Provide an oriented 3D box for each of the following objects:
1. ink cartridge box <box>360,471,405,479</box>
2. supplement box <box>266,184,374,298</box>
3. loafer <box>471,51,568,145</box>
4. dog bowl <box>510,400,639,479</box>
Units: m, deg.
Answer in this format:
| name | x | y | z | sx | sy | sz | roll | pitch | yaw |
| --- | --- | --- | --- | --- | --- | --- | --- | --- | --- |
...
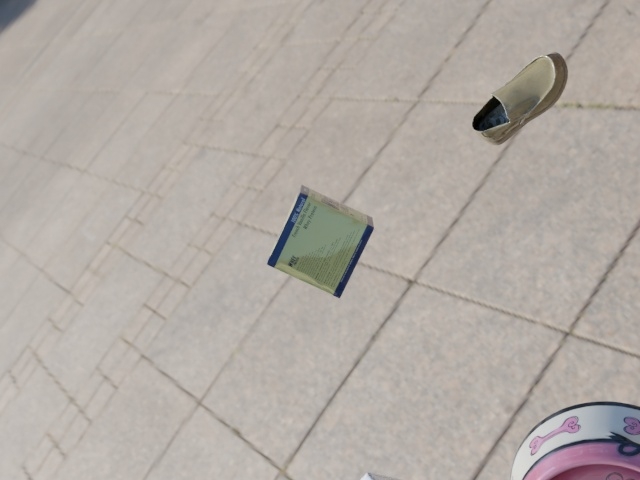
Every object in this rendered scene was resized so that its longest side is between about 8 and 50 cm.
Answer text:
| name | x | y | z | sx | sy | sz | roll | pitch | yaw |
| --- | --- | --- | --- | --- | --- | --- | --- | --- | --- |
| ink cartridge box | 0.152 | 0.331 | 0.995 | 0.056 | 0.181 | 0.224 | -58 | 43 | 9 |
| supplement box | 0.000 | 0.000 | 1.006 | 0.056 | 0.083 | 0.083 | -85 | 20 | -78 |
| loafer | 0.241 | -0.169 | 1.194 | 0.148 | 0.050 | 0.056 | -50 | 58 | 35 |
| dog bowl | 0.563 | 0.526 | 1.900 | 0.408 | 0.408 | 0.150 | -35 | 6 | 28 |
